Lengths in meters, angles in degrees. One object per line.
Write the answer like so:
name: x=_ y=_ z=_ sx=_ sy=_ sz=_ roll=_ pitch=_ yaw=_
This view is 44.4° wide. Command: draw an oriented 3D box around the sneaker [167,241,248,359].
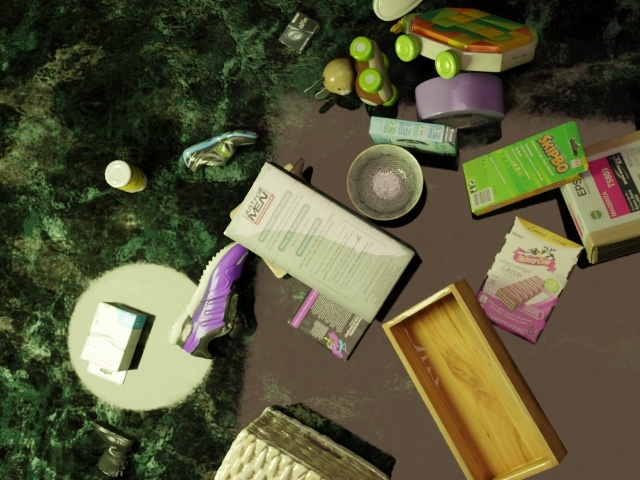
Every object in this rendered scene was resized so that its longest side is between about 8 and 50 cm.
sneaker: x=-0.219 y=0.146 z=1.808 sx=0.146 sy=0.102 sz=0.293 roll=32 pitch=96 yaw=8

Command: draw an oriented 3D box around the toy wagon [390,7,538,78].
toy wagon: x=0.287 y=-0.442 z=1.691 sx=0.344 sy=0.267 sz=0.068 roll=35 pitch=136 yaw=39

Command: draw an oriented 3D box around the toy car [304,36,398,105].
toy car: x=0.060 y=-0.358 z=1.776 sx=0.188 sy=0.155 sz=0.149 roll=-18 pitch=81 yaw=19

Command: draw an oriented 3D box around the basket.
basket: x=-0.078 y=0.582 z=1.648 sx=0.328 sy=0.266 sz=0.331 roll=28 pitch=92 yaw=12

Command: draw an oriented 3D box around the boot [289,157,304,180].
boot: x=-0.043 y=-0.119 z=1.793 sx=0.087 sy=0.042 sz=0.118 roll=35 pitch=91 yaw=10

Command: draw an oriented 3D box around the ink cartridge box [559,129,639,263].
ink cartridge box: x=0.617 y=-0.093 z=1.628 sx=0.193 sy=0.088 sz=0.234 roll=-17 pitch=60 yaw=8

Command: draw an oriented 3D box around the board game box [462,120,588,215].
board game box: x=0.437 y=-0.153 z=1.676 sx=0.259 sy=0.039 sz=0.124 roll=-22 pitch=60 yaw=31

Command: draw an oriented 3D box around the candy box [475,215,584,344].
candy box: x=0.442 y=0.086 z=1.691 sx=0.159 sy=0.071 sz=0.233 roll=26 pitch=89 yaw=13

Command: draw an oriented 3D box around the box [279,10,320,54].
box: x=-0.049 y=-0.495 z=1.872 sx=0.067 sy=0.018 sz=0.083 roll=35 pitch=92 yaw=12

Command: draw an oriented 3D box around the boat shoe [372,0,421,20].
boat shoe: x=0.216 y=-0.655 z=1.814 sx=0.319 sy=0.116 sz=0.099 roll=-57 pitch=34 yaw=8

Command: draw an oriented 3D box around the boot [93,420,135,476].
boot: x=-0.502 y=0.494 z=1.852 sx=0.121 sy=0.045 sz=0.099 roll=24 pitch=93 yaw=12

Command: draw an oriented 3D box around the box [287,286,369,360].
box: x=0.023 y=0.183 z=1.786 sx=0.162 sy=0.029 sz=0.116 roll=33 pitch=92 yaw=14

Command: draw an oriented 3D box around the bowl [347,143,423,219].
bowl: x=0.149 y=-0.125 z=1.765 sx=0.170 sy=0.080 sz=0.170 roll=-1 pitch=84 yaw=12

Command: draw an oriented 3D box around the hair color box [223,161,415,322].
hair color box: x=0.000 y=0.000 z=1.720 sx=0.374 sy=0.113 sz=0.185 roll=31 pitch=98 yaw=0

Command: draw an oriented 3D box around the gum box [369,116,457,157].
gum box: x=0.209 y=-0.226 z=1.724 sx=0.184 sy=0.157 sz=0.041 roll=8 pitch=87 yaw=11

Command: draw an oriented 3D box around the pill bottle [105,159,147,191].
pill bottle: x=-0.459 y=-0.150 z=1.868 sx=0.065 sy=0.116 sz=0.065 roll=-1 pitch=85 yaw=11

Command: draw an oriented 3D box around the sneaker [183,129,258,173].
sneaker: x=-0.232 y=-0.213 z=1.865 sx=0.188 sy=0.067 sz=0.078 roll=-21 pitch=102 yaw=7

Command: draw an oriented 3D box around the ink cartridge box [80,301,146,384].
ink cartridge box: x=-0.498 y=0.246 z=1.865 sx=0.104 sy=0.060 sz=0.180 roll=18 pitch=88 yaw=12

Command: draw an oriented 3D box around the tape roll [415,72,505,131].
tape roll: x=0.302 y=-0.295 z=1.696 sx=0.189 sy=0.189 sz=0.080 roll=-4 pitch=84 yaw=11

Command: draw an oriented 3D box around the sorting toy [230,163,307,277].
sorting toy: x=-0.082 y=-0.046 z=1.828 sx=0.193 sy=0.038 sz=0.208 roll=-40 pitch=74 yaw=5

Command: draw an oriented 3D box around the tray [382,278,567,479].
tray: x=0.320 y=0.309 z=1.656 sx=0.203 sy=0.076 sz=0.411 roll=-36 pitch=77 yaw=32
